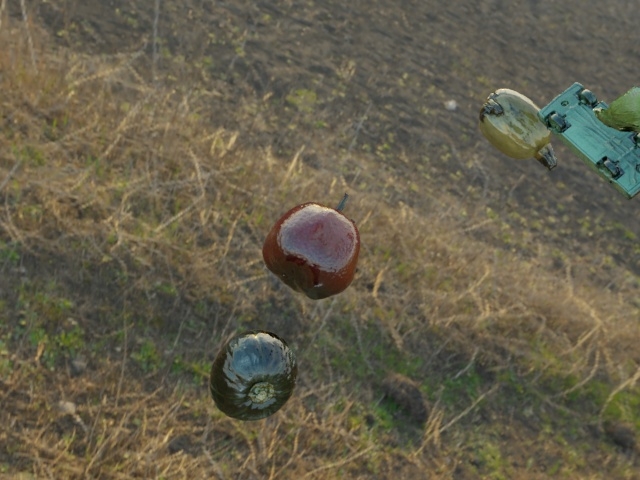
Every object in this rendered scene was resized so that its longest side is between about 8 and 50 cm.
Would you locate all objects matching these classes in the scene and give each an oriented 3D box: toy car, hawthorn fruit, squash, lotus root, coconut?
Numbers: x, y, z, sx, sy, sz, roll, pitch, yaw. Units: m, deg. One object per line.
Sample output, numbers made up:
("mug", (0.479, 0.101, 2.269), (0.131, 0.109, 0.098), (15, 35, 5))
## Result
("toy car", (0.669, -0.236, 1.864), (0.141, 0.097, 0.321), (-39, 59, 0))
("hawthorn fruit", (0.000, 0.000, 1.848), (0.230, 0.210, 0.266), (32, 84, 17))
("squash", (-0.138, 0.276, 1.601), (0.193, 0.193, 0.156), (-3, 47, -29))
("lotus root", (0.638, -0.345, 2.471), (0.310, 0.183, 0.183), (41, 44, -1))
("coconut", (0.549, -0.219, 1.363), (0.133, 0.158, 0.055), (17, 86, 11))
